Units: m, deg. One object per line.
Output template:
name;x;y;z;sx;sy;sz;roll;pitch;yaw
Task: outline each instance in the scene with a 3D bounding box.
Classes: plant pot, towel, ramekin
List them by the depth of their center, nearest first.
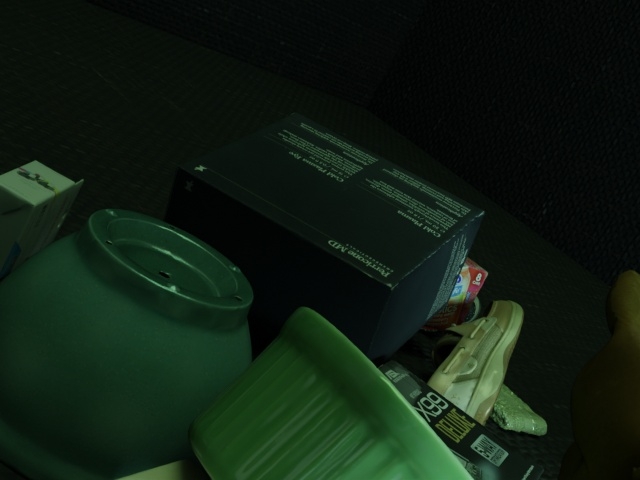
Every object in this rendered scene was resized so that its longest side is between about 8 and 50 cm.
ramekin;0.025;0.217;0.924;0.303;0.148;0.303;49;-9;10
plant pot;-0.184;0.093;1.060;0.293;0.196;0.293;27;14;-8
towel;0.283;0.254;1.740;0.110;0.027;0.148;16;20;-39

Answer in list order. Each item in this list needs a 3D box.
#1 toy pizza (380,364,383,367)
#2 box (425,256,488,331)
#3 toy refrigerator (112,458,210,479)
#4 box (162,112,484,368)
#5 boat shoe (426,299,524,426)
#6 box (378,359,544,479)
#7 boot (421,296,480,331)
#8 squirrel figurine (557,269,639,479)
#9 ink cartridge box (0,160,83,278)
toy pizza;0.027;0.164;1.543;0.201;0.032;0.201;27;15;-8
box;0.140;0.036;1.830;0.128;0.123;0.257;19;13;-35
toy refrigerator;-0.165;0.247;0.795;0.102;0.094;0.269;43;19;21
box;0.000;0.000;1.551;0.343;0.179;0.312;30;31;19
boat shoe;0.232;0.169;1.681;0.110;0.122;0.341;23;24;8
box;0.116;0.264;1.285;0.242;0.076;0.307;36;16;15
boot;0.167;0.079;1.992;0.236;0.085;0.178;35;18;18
squirrel figurine;0.272;0.296;0.968;0.281;0.370;0.397;32;28;4
ink cartridge box;-0.357;-0.031;1.321;0.061;0.104;0.181;30;14;-1
